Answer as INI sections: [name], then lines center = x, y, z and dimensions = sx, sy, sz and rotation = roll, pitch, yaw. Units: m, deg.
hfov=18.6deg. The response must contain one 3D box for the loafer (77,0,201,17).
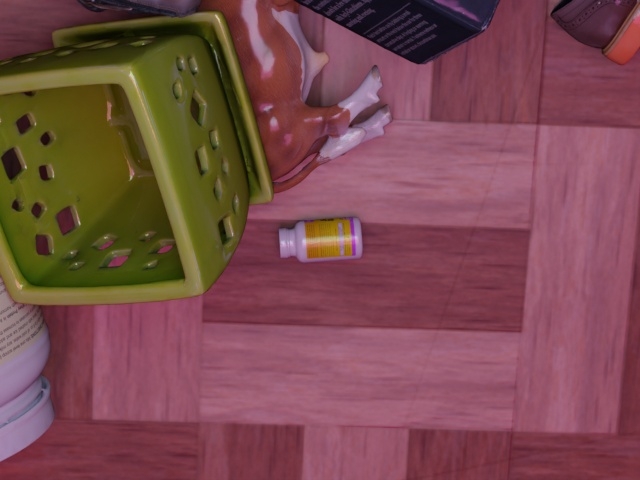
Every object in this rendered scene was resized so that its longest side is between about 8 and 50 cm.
[loafer]
center = -0.213, -0.256, 1.825
dimensions = 0.267, 0.096, 0.084
rotation = 28, 128, 28

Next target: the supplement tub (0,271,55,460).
[supplement tub]
center = -0.396, 0.050, 1.871
dimensions = 0.235, 0.235, 0.325
rotation = -15, 106, 2

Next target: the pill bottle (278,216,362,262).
[pill bottle]
center = 0.000, 0.000, 1.975
dimensions = 0.083, 0.043, 0.043
rotation = -4, 106, -2

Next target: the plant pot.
[plant pot]
center = -0.180, -0.087, 1.798
dimensions = 0.228, 0.207, 0.227
rotation = -3, 115, 30

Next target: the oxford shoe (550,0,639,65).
[oxford shoe]
center = 0.318, -0.306, 1.878
dimensions = 0.098, 0.097, 0.271
rotation = 27, 103, -4

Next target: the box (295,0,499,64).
[box]
center = 0.006, -0.382, 1.732
dimensions = 0.395, 0.212, 0.294
rotation = 27, 81, -10

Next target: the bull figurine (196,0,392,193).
[bull figurine]
center = -0.048, -0.203, 1.883
dimensions = 0.188, 0.101, 0.310
rotation = -13, 106, 3
